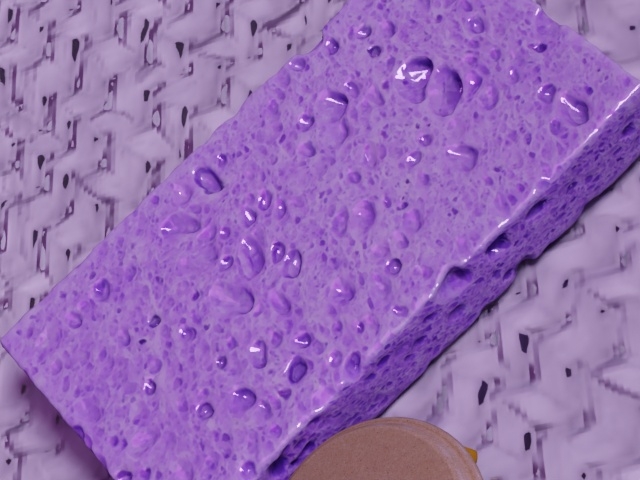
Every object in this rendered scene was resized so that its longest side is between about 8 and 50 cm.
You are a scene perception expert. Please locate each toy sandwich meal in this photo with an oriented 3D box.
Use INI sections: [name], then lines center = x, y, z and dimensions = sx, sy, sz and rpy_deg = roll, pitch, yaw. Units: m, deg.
[toy sandwich meal]
center = 0.022, 0.091, 0.567
dimensions = 0.086, 0.029, 0.085
rpy_deg = -16, 58, 26

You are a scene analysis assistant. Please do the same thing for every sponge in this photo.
[sponge]
center = 0.000, 0.000, 0.627
dimensions = 0.210, 0.031, 0.117
rpy_deg = -44, 52, 0
